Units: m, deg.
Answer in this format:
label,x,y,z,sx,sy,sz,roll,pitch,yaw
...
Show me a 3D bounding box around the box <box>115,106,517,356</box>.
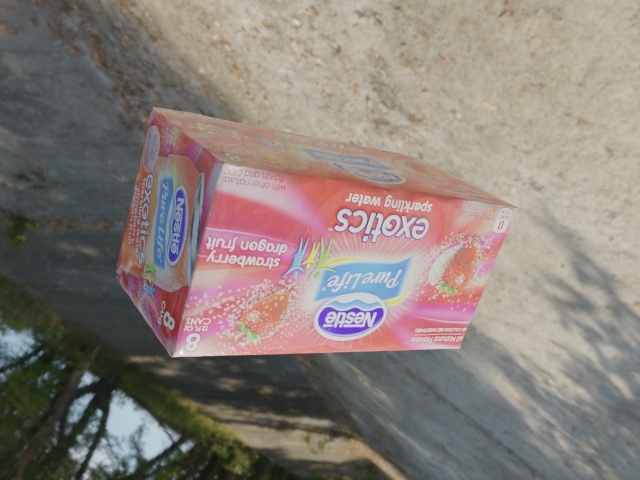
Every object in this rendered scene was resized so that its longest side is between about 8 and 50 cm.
label,x,y,z,sx,sy,sz,roll,pitch,yaw
box,0.000,0.000,0.594,0.299,0.154,0.142,6,-159,-36
